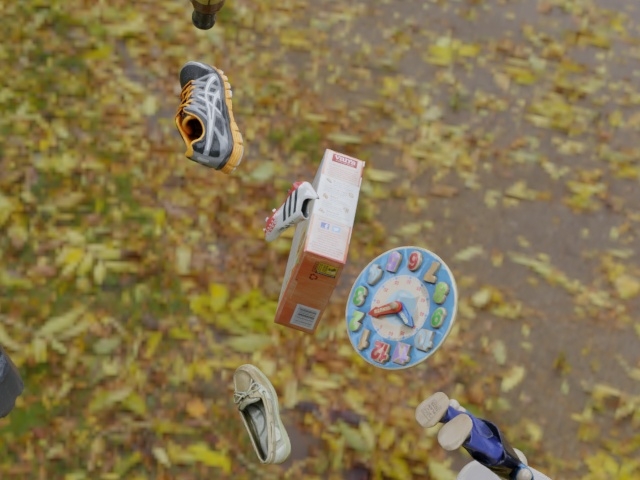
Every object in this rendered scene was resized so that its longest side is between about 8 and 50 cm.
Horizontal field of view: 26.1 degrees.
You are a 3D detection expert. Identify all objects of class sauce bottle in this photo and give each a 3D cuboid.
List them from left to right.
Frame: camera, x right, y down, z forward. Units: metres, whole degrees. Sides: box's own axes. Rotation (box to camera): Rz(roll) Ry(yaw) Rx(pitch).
[{"bbox_3d":[-0.116,-0.262,1.427,0.042,0.128,0.042,5,66,-11],"label":"sauce bottle"}]

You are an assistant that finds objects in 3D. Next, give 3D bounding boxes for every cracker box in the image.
[{"bbox_3d":[0.000,0.000,2.010,0.067,0.155,0.232,18,43,-6],"label":"cracker box"}]

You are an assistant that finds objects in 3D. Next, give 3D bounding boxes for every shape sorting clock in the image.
[{"bbox_3d":[0.128,0.108,2.222,0.206,0.206,0.040,37,9,36],"label":"shape sorting clock"}]

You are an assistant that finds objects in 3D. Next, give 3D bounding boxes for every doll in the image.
[{"bbox_3d":[0.168,0.209,1.438,0.129,0.046,0.189,43,4,41],"label":"doll"}]

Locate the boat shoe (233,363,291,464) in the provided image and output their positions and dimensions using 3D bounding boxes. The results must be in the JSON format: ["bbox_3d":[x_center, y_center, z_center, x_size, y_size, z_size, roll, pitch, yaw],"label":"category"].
[{"bbox_3d":[-0.090,0.246,1.957,0.048,0.056,0.153,10,56,-58],"label":"boat shoe"}]

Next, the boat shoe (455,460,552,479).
[{"bbox_3d":[0.304,0.401,1.800,0.340,0.158,0.127,35,75,-3],"label":"boat shoe"}]

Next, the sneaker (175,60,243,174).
[{"bbox_3d":[-0.182,-0.196,2.093,0.083,0.084,0.215,7,44,-34],"label":"sneaker"}]

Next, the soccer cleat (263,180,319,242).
[{"bbox_3d":[-0.032,-0.027,1.500,0.035,0.083,0.029,43,20,22],"label":"soccer cleat"}]

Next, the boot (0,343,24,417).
[{"bbox_3d":[-0.436,0.047,0.900,0.146,0.445,0.367,19,56,38],"label":"boot"}]
